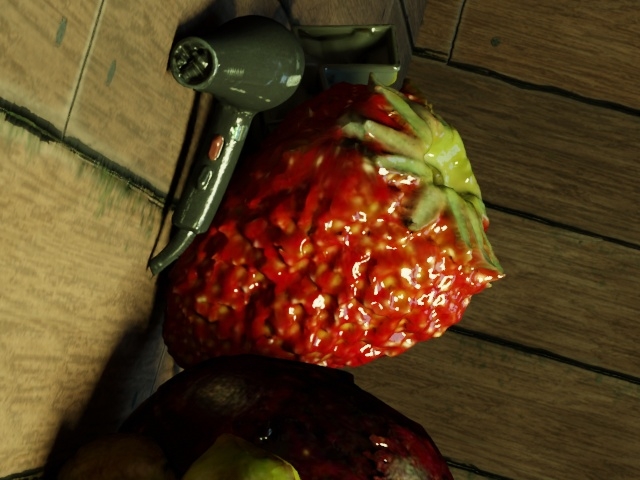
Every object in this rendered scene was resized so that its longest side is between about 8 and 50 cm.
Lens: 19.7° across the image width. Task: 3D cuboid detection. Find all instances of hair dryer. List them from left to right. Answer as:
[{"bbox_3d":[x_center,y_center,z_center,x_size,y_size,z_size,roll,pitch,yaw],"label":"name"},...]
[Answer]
[{"bbox_3d":[-0.104,-0.079,1.711,0.272,0.091,0.235,-72,165,12],"label":"hair dryer"}]

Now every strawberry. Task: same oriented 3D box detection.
[{"bbox_3d":[0.001,0.000,1.864,0.292,0.343,0.292,48,27,-34],"label":"strawberry"}]

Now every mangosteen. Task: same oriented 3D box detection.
[{"bbox_3d":[-0.062,0.274,1.667,0.421,0.381,0.381,40,62,-50],"label":"mangosteen"}]

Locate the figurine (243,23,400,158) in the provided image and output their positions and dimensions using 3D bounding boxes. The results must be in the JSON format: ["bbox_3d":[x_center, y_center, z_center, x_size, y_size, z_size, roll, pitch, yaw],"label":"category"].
[{"bbox_3d":[-0.003,-0.090,2.075,0.342,0.167,0.285,-20,139,-24],"label":"figurine"}]
